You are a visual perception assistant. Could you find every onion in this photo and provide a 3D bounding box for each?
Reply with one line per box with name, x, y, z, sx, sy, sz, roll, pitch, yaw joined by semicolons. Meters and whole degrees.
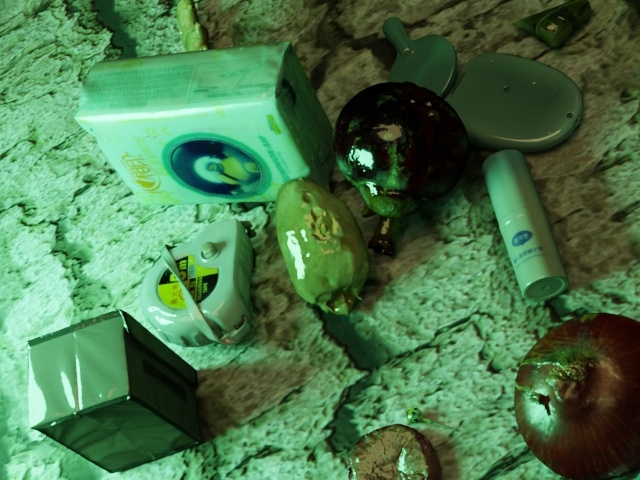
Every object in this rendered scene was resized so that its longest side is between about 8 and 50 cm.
onion;0.389;0.219;1.660;0.248;0.161;0.248;-2;77;7

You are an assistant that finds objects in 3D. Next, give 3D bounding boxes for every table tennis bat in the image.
table tennis bat;0.167;-0.327;2.124;0.153;0.040;0.244;-44;44;21

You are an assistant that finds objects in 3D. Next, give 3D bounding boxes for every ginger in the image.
ginger;-0.246;-0.370;2.324;0.089;0.075;0.288;-50;43;43
ginger;0.000;0.000;1.959;0.138;0.152;0.267;-21;58;0

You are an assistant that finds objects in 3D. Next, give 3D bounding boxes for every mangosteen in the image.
mangosteen;0.121;-0.121;1.952;0.231;0.231;0.289;27;108;33

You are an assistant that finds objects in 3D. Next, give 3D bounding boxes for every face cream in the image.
face cream;0.324;-0.027;1.870;0.077;0.077;0.250;-20;55;11

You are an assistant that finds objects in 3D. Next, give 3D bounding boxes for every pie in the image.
pie;0.110;0.349;1.765;0.153;0.038;0.154;-9;60;17

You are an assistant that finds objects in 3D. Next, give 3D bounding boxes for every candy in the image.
candy;0.171;0.277;1.795;0.083;0.023;0.025;14;52;22

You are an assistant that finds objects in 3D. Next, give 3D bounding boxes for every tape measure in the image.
tape measure;-0.210;0.086;2.008;0.197;0.120;0.236;-10;53;11

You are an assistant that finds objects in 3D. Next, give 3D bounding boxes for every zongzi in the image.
zongzi;0.412;-0.398;2.075;0.104;0.052;0.113;-40;41;-12

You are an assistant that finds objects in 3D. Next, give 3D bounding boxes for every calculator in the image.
calculator;0.310;-0.243;2.025;0.299;0.041;0.185;22;72;33

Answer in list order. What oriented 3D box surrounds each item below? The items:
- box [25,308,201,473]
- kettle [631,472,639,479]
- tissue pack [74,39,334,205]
box;-0.327;0.250;1.881;0.188;0.252;0.153;-19;57;11
kettle;0.522;0.376;1.475;0.319;0.247;0.342;-47;42;24
tissue pack;-0.192;-0.197;2.068;0.388;0.287;0.162;-2;55;22
